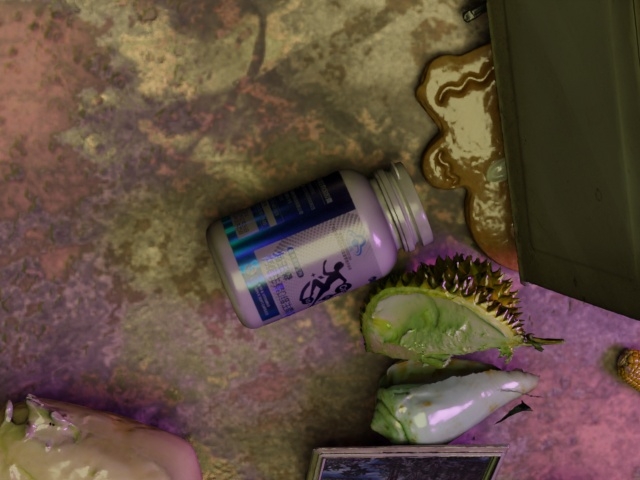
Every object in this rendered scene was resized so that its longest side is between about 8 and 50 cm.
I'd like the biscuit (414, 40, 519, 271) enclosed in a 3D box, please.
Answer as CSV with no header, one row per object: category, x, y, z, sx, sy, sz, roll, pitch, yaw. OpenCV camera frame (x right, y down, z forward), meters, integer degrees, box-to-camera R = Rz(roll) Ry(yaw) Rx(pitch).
biscuit,0.189,-0.074,1.803,0.184,0.035,0.249,-22,105,0

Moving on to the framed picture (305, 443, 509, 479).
framed picture,0.077,0.227,1.825,0.183,0.142,0.011,0,59,-7

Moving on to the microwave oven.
microwave oven,0.317,-0.153,1.628,0.247,0.333,0.394,-12,102,-19

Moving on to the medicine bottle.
medicine bottle,0.000,0.000,1.762,0.191,0.107,0.107,-22,105,0

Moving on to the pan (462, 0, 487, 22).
pan,0.178,-0.232,1.768,0.115,0.023,0.068,-29,106,-2

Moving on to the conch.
conch,0.120,0.143,1.825,0.170,0.106,0.079,-15,137,-18

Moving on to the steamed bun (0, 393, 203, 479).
steamed bun,-0.228,0.272,1.778,0.232,0.166,0.273,11,97,4

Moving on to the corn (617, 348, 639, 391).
corn,0.327,0.137,1.869,0.092,0.037,0.037,29,99,-16

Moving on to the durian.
durian,0.121,0.064,1.768,0.215,0.086,0.100,-4,107,39
